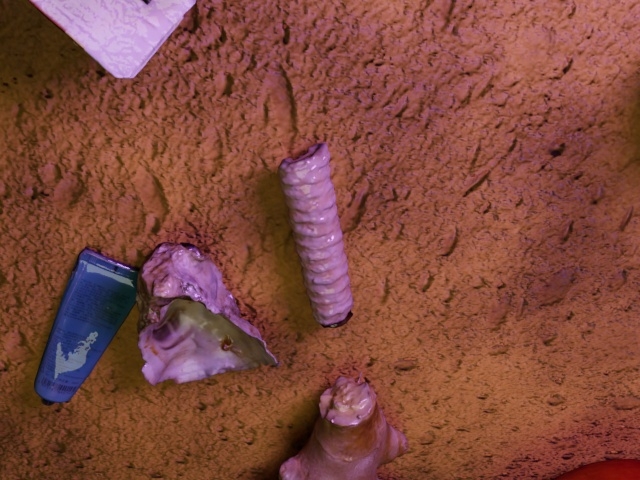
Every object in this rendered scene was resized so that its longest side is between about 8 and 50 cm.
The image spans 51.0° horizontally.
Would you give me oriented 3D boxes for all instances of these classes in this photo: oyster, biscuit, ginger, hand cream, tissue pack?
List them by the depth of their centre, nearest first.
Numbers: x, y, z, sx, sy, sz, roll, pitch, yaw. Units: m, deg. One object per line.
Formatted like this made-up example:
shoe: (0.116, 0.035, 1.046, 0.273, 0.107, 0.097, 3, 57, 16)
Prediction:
tissue pack: (-0.159, -0.213, 0.539, 0.106, 0.148, 0.099, 39, 112, -23)
biscuit: (0.000, 0.000, 0.736, 0.061, 0.055, 0.219, -31, 127, -27)
oyster: (-0.145, 0.086, 0.768, 0.162, 0.107, 0.232, -15, 140, 0)
hand cream: (-0.288, 0.111, 0.802, 0.083, 0.048, 0.224, 26, 111, -18)
ginger: (0.035, 0.359, 0.901, 0.236, 0.166, 0.375, 28, 122, -9)

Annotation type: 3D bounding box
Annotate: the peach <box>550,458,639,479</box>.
peach: (0.407, 0.482, 0.892, 0.389, 0.388, 0.387, -1, 122, -2)
